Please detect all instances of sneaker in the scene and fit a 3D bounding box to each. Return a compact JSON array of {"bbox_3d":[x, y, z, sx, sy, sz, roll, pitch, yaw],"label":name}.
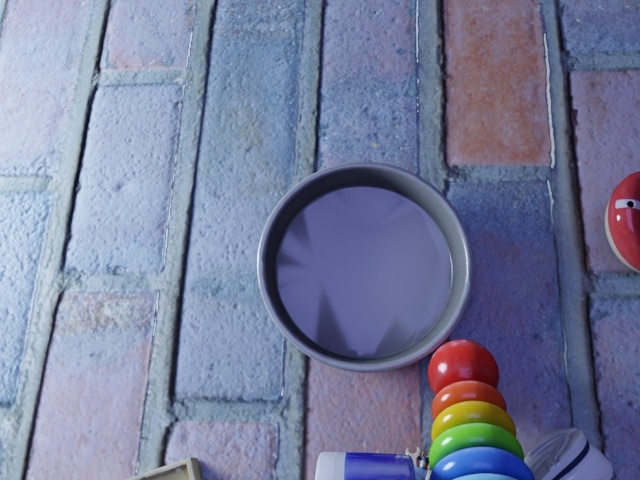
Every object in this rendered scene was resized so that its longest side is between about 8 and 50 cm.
[{"bbox_3d":[0.253,0.333,0.802,0.235,0.090,0.094,-40,94,-2],"label":"sneaker"}]

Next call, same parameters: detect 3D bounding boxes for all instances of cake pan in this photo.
[{"bbox_3d":[0.061,0.036,0.927,0.294,0.054,0.292,0,75,0],"label":"cake pan"}]

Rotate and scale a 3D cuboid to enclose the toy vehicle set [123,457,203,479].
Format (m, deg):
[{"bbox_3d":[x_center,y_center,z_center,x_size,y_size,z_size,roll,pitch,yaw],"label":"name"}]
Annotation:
[{"bbox_3d":[-0.205,0.429,0.836,0.166,0.035,0.266,-18,69,-1],"label":"toy vehicle set"}]

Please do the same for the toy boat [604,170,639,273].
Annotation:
[{"bbox_3d":[0.498,-0.027,0.870,0.231,0.151,0.150,9,70,9],"label":"toy boat"}]

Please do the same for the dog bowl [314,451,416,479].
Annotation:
[{"bbox_3d":[0.050,0.363,0.712,0.104,0.265,0.264,-1,70,4],"label":"dog bowl"}]

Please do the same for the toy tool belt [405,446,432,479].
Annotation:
[{"bbox_3d":[0.126,0.290,0.852,0.083,0.052,0.051,22,42,10],"label":"toy tool belt"}]

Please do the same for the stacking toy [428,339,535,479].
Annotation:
[{"bbox_3d":[0.181,0.243,0.763,0.141,0.141,0.330,0,36,6],"label":"stacking toy"}]

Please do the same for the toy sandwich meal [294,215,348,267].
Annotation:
[{"bbox_3d":[0.000,0.000,0.981,0.086,0.029,0.085,0,75,0],"label":"toy sandwich meal"}]
